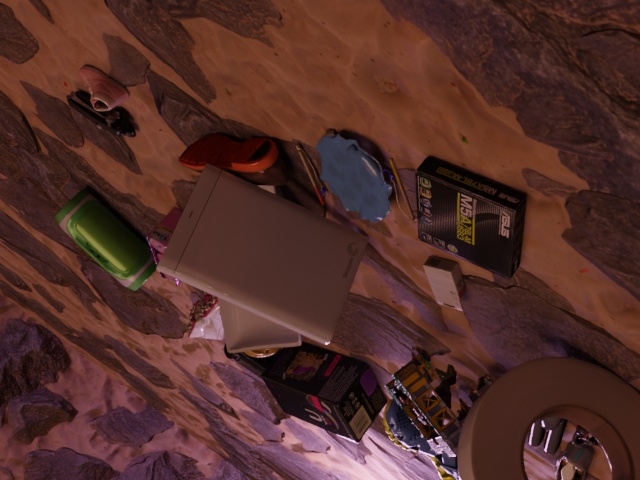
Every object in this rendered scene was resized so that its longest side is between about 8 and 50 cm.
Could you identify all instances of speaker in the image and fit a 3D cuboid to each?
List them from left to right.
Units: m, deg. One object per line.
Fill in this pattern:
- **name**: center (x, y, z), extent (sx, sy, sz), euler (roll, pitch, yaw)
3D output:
- **speaker**: center (-0.585, 0.001, 2.479), extent (0.296, 0.131, 0.131), euler (45, 152, -10)

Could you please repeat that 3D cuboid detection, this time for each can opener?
- **can opener**: center (-0.501, -0.284, 2.034), extent (0.186, 0.059, 0.073), euler (29, 151, 18)
- **can opener**: center (0.454, 0.360, 1.805), extent (0.074, 0.093, 0.280), euler (25, 154, 23)

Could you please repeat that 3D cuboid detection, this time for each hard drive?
- **hard drive**: center (-0.105, 0.025, 1.727), extent (0.353, 0.233, 0.047), euler (25, 156, -7)

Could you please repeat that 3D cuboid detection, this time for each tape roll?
- **tape roll**: center (0.431, 0.396, 1.558), extent (0.392, 0.392, 0.072), euler (36, 152, 6)

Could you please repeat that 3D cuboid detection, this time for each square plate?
- **square plate**: center (-0.141, 0.064, 1.958), extent (0.344, 0.049, 0.347), euler (-17, 81, 58)

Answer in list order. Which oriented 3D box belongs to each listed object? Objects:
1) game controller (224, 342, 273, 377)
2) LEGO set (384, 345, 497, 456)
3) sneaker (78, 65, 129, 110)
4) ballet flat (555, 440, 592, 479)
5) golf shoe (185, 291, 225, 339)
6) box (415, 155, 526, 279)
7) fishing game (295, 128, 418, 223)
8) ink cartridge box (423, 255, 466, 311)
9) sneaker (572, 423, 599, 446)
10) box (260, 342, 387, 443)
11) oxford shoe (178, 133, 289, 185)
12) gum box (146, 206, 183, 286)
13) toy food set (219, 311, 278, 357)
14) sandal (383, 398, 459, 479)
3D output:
- **game controller**: center (-0.132, 0.378, 2.537), extent (0.319, 0.067, 0.166), euler (36, 168, -10)
- **LEGO set**: center (0.281, 0.320, 1.902), extent (0.255, 0.192, 0.331), euler (51, 170, 19)
- **sneaker**: center (-0.487, -0.326, 1.944), extent (0.134, 0.070, 0.051), euler (31, 153, 18)
- **ballet flat**: center (0.532, 0.497, 1.925), extent (0.072, 0.068, 0.213), euler (26, 150, 23)
- **golf shoe**: center (-0.265, 0.191, 2.424), extent (0.140, 0.115, 0.306), euler (18, 152, -14)
- **box**: center (0.250, -0.036, 1.510), extent (0.184, 0.045, 0.190), euler (28, 151, 26)
- **fishing game**: center (0.063, -0.118, 1.622), extent (0.264, 0.041, 0.189), euler (10, 133, 51)
- **ink cartridge box**: center (0.241, 0.082, 1.710), extent (0.063, 0.029, 0.115), euler (15, 145, 37)
- **sneaker**: center (0.541, 0.372, 1.732), extent (0.061, 0.065, 0.158), euler (39, 152, 2)
- **box**: center (0.008, 0.383, 2.308), extent (0.270, 0.143, 0.165), euler (13, 142, 41)
- **oxford shoe**: center (-0.179, -0.148, 1.812), extent (0.271, 0.097, 0.098), euler (11, 147, 42)
- **gum box**: center (-0.362, 0.020, 2.259), extent (0.062, 0.107, 0.188), euler (27, 150, 22)
- **toy food set**: center (-0.172, 0.209, 2.333), extent (0.218, 0.128, 0.071), euler (62, 180, -41)
- **sandal**: center (0.288, 0.476, 2.149), extent (0.317, 0.126, 0.138), euler (38, 150, -16)
